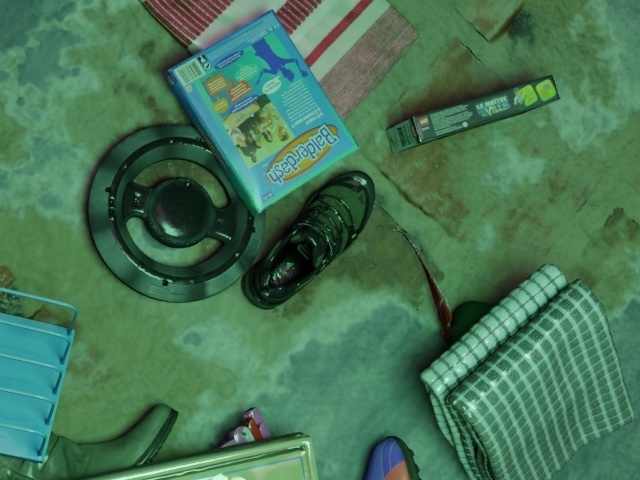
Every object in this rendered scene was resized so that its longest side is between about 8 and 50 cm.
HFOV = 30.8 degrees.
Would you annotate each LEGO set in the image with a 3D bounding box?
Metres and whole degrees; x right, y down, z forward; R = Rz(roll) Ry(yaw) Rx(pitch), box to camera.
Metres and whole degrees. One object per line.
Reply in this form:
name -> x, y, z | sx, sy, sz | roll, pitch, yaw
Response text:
LEGO set -> -0.083, 0.333, 1.450 | 0.093, 0.087, 0.227 | -29, 94, -30

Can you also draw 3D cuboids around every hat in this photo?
hat -> 0.185, 0.115, 1.568 | 0.173, 0.184, 0.208 | 0, 114, -44

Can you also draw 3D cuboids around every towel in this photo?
towel -> -0.061, -0.299, 1.524 | 0.329, 0.037, 0.237 | 44, 80, -7
towel -> 0.270, 0.198, 1.469 | 0.235, 0.121, 0.283 | -42, 135, -14

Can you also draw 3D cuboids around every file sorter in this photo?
file sorter -> -0.358, 0.154, 1.354 | 0.118, 0.104, 0.170 | 15, 61, -13

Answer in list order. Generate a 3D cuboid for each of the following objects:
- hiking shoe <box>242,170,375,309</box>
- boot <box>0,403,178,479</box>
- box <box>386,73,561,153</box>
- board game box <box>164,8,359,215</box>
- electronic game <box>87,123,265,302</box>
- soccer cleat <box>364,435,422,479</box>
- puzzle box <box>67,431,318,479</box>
hiking shoe -> 0.000, 0.000, 1.479 | 0.086, 0.114, 0.227 | 42, 78, -9
boot -> -0.303, 0.258, 1.408 | 0.161, 0.083, 0.246 | 42, 74, 0
box -> 0.201, -0.167, 1.542 | 0.207, 0.114, 0.036 | -18, 92, -14
board game box -> -0.073, -0.161, 1.468 | 0.160, 0.047, 0.210 | -33, 93, -15
electronic game -> -0.180, -0.035, 1.468 | 0.229, 0.048, 0.229 | 4, 80, -21
soccer cleat -> 0.063, 0.409, 1.477 | 0.117, 0.109, 0.318 | 4, 89, -18
puzzle box -> -0.184, 0.393, 1.341 | 0.409, 0.052, 0.272 | -10, 90, -18
